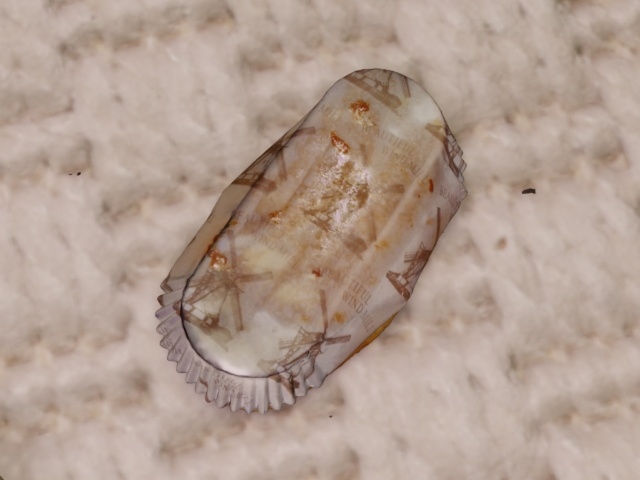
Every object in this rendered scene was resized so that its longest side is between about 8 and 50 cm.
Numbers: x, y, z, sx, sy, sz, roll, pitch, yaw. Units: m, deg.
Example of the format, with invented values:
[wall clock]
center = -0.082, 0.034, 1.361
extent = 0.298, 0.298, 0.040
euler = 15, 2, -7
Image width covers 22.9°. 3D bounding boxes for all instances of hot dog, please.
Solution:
[hot dog]
center = 0.000, 0.000, 1.072
extent = 0.144, 0.075, 0.268
euler = 38, 68, 5

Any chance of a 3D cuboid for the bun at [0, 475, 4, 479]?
[bun]
center = -0.313, 0.268, 0.877
extent = 0.364, 0.202, 0.364
euler = 3, 72, -10
